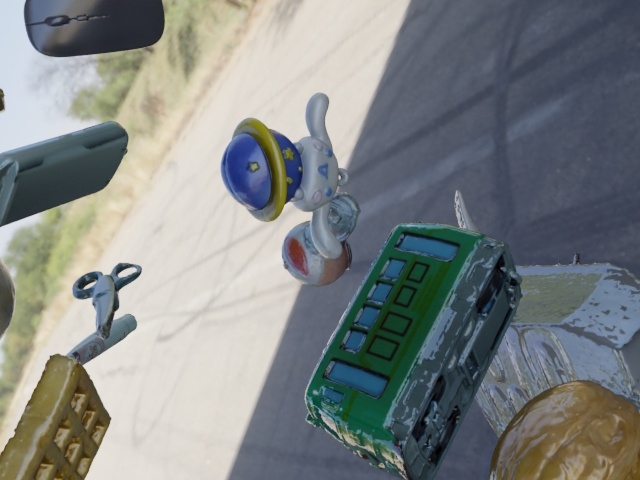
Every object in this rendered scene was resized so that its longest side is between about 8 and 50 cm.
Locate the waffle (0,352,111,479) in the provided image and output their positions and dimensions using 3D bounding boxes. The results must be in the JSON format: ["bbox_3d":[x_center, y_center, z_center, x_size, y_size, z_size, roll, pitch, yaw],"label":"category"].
[{"bbox_3d":[-0.379,0.309,1.279,0.221,0.055,0.247,89,-162,-59],"label":"waffle"}]

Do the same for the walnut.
[{"bbox_3d":[0.266,0.240,0.966,0.207,0.159,0.159,-45,0,-34],"label":"walnut"}]

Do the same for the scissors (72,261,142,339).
[{"bbox_3d":[-0.388,0.107,1.645,0.289,0.138,0.041,-120,14,-68],"label":"scissors"}]

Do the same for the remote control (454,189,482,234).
[{"bbox_3d":[0.334,-0.003,1.980,0.073,0.044,0.229,74,-178,-66],"label":"remote control"}]

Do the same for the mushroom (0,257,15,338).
[{"bbox_3d":[-0.606,0.092,1.356,0.315,0.315,0.356,-92,12,-60],"label":"mushroom"}]

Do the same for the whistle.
[{"bbox_3d":[0.000,0.000,2.329,0.348,0.189,0.189,119,167,-52],"label":"whistle"}]

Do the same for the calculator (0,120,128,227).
[{"bbox_3d":[-0.368,-0.093,1.267,0.246,0.045,0.141,-26,-17,-42],"label":"calculator"}]

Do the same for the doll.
[{"bbox_3d":[-0.067,-0.098,1.713,0.160,0.310,0.243,-14,5,42],"label":"doll"}]

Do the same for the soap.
[{"bbox_3d":[0.487,0.236,1.727,0.213,0.350,0.435,-31,13,-32],"label":"soap"}]

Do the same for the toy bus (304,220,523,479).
[{"bbox_3d":[0.123,0.146,1.244,0.343,0.199,0.183,-59,-32,-22],"label":"toy bus"}]

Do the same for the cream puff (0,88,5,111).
[{"bbox_3d":[-0.798,-0.376,1.966,0.274,0.270,0.323,-62,10,5],"label":"cream puff"}]

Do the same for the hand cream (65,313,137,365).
[{"bbox_3d":[-0.564,0.260,2.229,0.085,0.058,0.331,-51,-9,29],"label":"hand cream"}]

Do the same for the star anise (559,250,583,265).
[{"bbox_3d":[0.536,0.099,1.981,0.129,0.124,0.056,-31,15,-28],"label":"star anise"}]

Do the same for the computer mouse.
[{"bbox_3d":[-0.367,-0.368,1.503,0.057,0.232,0.120,18,117,62],"label":"computer mouse"}]
